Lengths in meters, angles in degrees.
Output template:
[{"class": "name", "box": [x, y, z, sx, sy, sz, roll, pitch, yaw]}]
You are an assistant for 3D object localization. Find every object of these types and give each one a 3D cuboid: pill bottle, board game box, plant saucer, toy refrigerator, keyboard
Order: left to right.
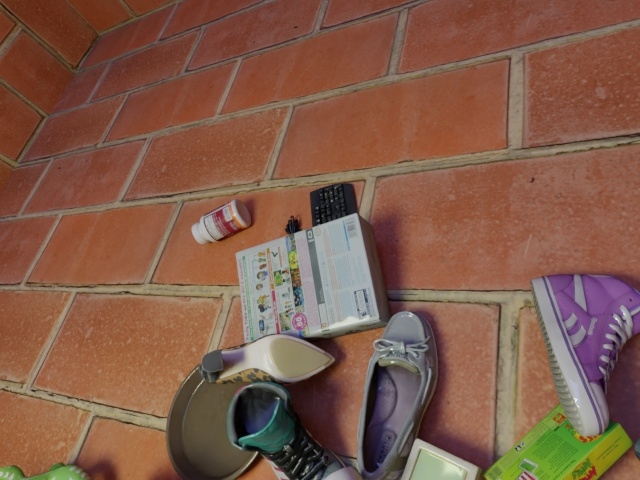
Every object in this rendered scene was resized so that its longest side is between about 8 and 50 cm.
[{"class": "pill bottle", "box": [-0.277, -0.048, 1.245, 0.152, 0.086, 0.086, -24, 51, 15]}, {"class": "plant saucer", "box": [-0.211, 0.375, 0.961, 0.278, 0.041, 0.277, -15, 54, 23]}, {"class": "board game box", "box": [-0.023, 0.099, 0.956, 0.304, 0.097, 0.223, -16, 69, 21]}, {"class": "keyboard", "box": [0.000, 0.000, 1.086, 0.202, 0.033, 0.317, -20, 51, 19]}, {"class": "toy refrigerator", "box": [0.149, 0.449, 0.661, 0.102, 0.094, 0.269, 13, 69, 36]}, {"class": "board game box", "box": [0.331, 0.311, 0.635, 0.181, 0.043, 0.092, -40, 14, -6]}]

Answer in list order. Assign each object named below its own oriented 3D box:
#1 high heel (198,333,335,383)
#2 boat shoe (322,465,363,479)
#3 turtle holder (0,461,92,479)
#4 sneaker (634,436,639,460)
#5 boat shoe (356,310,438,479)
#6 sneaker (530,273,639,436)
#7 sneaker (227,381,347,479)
[{"class": "high heel", "box": [-0.114, 0.250, 0.918, 0.262, 0.186, 0.093, 3, 69, -14]}, {"class": "boat shoe", "box": [0.041, 0.428, 0.651, 0.095, 0.258, 0.084, -22, 39, -22]}, {"class": "turtle holder", "box": [-0.627, 0.612, 0.957, 0.321, 0.243, 0.227, -12, 62, -25]}, {"class": "sneaker", "box": [0.538, 0.208, 0.600, 0.283, 0.110, 0.122, -33, 31, 5]}, {"class": "boat shoe", "box": [0.130, 0.255, 0.771, 0.118, 0.103, 0.320, 8, 54, 24]}, {"class": "sneaker", "box": [0.418, 0.147, 0.659, 0.161, 0.102, 0.282, -8, 39, 20]}, {"class": "sneaker", "box": [-0.056, 0.350, 0.768, 0.296, 0.178, 0.124, 36, 71, 29]}]
